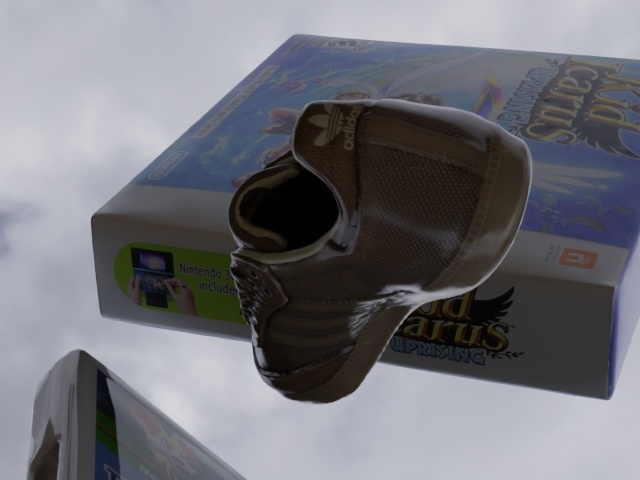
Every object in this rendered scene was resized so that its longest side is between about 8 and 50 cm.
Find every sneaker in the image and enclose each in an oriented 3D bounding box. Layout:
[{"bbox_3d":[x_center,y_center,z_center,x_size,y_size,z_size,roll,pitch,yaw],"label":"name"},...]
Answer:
[{"bbox_3d":[0.000,0.000,0.490,0.071,0.188,0.066,21,-118,-12],"label":"sneaker"}]

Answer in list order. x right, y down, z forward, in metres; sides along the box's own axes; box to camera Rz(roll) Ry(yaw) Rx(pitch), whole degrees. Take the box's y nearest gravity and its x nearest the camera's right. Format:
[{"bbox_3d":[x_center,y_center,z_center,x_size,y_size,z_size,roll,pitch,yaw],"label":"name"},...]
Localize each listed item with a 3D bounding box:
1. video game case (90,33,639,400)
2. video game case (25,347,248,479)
[{"bbox_3d":[0.054,-0.030,0.762,0.244,0.061,0.269,8,-151,18],"label":"video game case"},{"bbox_3d":[0.014,0.212,0.577,0.036,0.329,0.300,-44,-159,10],"label":"video game case"}]
